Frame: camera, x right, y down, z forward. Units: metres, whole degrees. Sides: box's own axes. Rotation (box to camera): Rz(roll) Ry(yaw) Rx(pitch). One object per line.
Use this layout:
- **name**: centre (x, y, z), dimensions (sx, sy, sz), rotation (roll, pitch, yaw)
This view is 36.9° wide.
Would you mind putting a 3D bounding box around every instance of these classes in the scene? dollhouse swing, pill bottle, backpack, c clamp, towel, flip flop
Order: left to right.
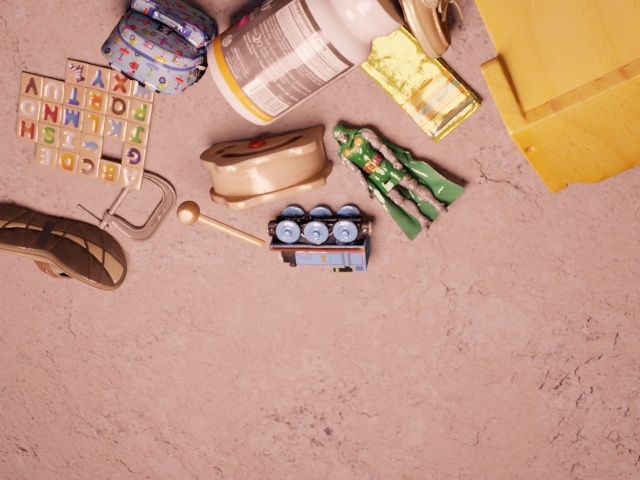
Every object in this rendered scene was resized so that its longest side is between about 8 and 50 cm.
- **flip flop**: centre (-0.480, 0.021, 1.728), dimensions (0.277, 0.112, 0.080), rotation (17, 141, 0)
- **c clamp**: centre (-0.337, -0.065, 1.701), dimensions (0.137, 0.022, 0.161), rotation (41, 114, -9)
- **backpack**: centre (-0.253, -0.305, 1.498), dimensions (0.158, 0.173, 0.117), rotation (32, 115, -4)
- **pill bottle**: centre (-0.022, -0.308, 1.456), dimensions (0.278, 0.162, 0.162), rotation (-30, 105, 23)
- **towel**: centre (0.141, -0.267, 1.530), dimensions (0.237, 0.021, 0.102), rotation (43, 113, -9)
- **dollhouse swing**: centre (0.411, -0.308, 1.383), dimensions (0.347, 0.305, 0.315), rotation (-25, 150, 19)

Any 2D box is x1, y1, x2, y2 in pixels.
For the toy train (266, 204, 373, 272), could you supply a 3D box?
- **toy train**: centre (0.000, 0.000, 1.642), dimensions (0.184, 0.080, 0.105), rotation (0, 119, 10)

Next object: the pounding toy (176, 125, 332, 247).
- **pounding toy**: centre (-0.107, -0.085, 1.595), dimensions (0.270, 0.154, 0.154), rotation (-15, 111, -4)

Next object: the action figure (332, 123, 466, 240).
- **action figure**: centre (0.108, -0.110, 1.586), dimensions (0.232, 0.063, 0.137), rotation (41, 117, -5)

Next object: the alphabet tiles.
- **alphabet tiles**: centre (-0.408, -0.206, 1.647), dimensions (0.237, 0.009, 0.198), rotation (14, 110, 6)

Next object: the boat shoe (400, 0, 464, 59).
- **boat shoe**: centre (0.157, -0.411, 1.417), dimensions (0.089, 0.104, 0.285), rotation (-11, 110, 17)
